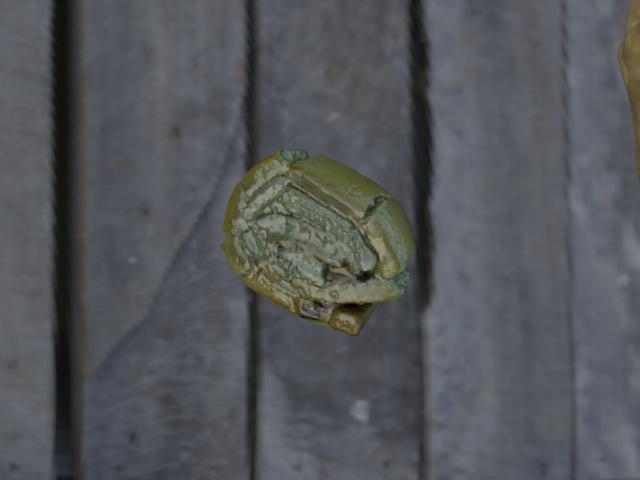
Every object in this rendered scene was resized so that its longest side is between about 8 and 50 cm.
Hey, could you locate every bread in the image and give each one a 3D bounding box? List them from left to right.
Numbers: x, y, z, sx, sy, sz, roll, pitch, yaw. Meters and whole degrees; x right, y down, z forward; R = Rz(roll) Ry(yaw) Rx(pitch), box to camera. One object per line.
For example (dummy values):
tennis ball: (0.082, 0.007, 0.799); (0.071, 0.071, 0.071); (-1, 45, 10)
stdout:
bread: (0.000, 0.000, 1.441); (0.064, 0.156, 0.117); (-13, 126, -64)

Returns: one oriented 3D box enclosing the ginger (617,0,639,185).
ginger: (0.277, -0.007, 1.072); (0.354, 0.126, 0.190); (44, 63, -27)
